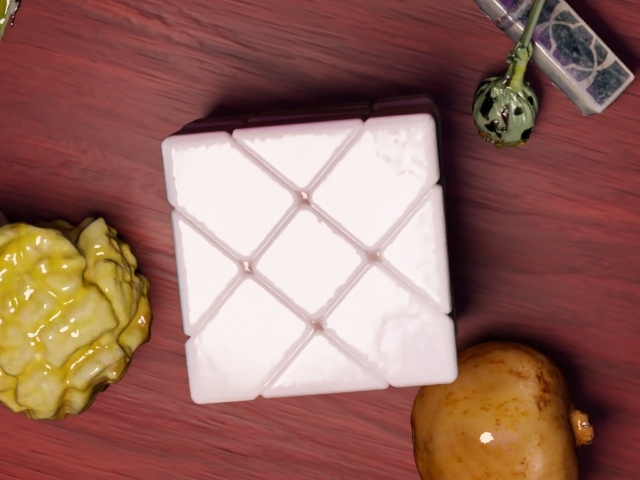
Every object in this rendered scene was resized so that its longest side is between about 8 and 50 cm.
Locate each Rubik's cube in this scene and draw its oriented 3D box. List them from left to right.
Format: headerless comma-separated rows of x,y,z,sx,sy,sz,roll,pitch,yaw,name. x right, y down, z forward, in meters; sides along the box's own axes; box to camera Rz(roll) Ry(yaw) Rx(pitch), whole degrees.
0.000,0.000,1.792,0.319,0.316,0.321,-5,100,5,Rubik's cube

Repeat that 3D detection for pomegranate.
0.230,0.249,1.862,0.248,0.248,0.248,1,99,5,pomegranate

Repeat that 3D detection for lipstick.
0.268,-0.278,1.841,0.289,0.076,0.077,45,85,-6,lipstick

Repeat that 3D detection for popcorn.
-0.332,0.088,1.868,0.237,0.293,0.293,32,100,1,popcorn

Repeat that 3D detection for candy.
0.248,-0.225,1.775,0.083,0.305,0.091,-16,58,-21,candy

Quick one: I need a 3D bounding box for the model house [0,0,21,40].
-0.492,-0.395,1.770,0.243,0.313,0.357,24,102,3,model house

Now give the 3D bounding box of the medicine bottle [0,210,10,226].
-0.557,0.081,1.943,0.130,0.130,0.341,38,99,-2,medicine bottle
